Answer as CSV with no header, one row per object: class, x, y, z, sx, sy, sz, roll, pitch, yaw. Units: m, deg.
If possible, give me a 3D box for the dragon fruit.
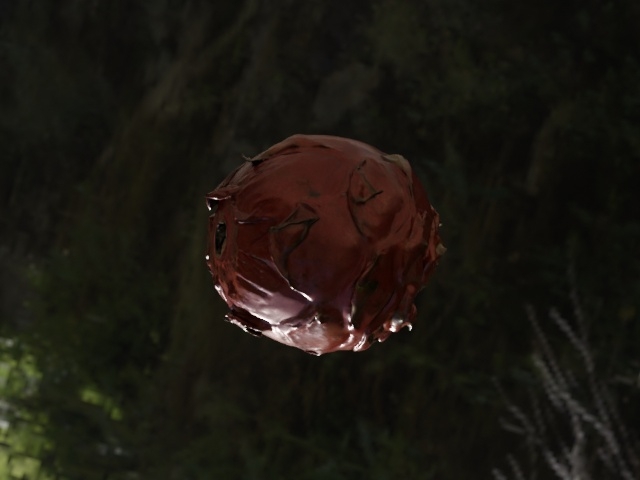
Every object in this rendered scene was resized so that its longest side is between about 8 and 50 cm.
dragon fruit,0.006,0.005,1.546,0.252,0.241,0.241,-8,-179,-1
